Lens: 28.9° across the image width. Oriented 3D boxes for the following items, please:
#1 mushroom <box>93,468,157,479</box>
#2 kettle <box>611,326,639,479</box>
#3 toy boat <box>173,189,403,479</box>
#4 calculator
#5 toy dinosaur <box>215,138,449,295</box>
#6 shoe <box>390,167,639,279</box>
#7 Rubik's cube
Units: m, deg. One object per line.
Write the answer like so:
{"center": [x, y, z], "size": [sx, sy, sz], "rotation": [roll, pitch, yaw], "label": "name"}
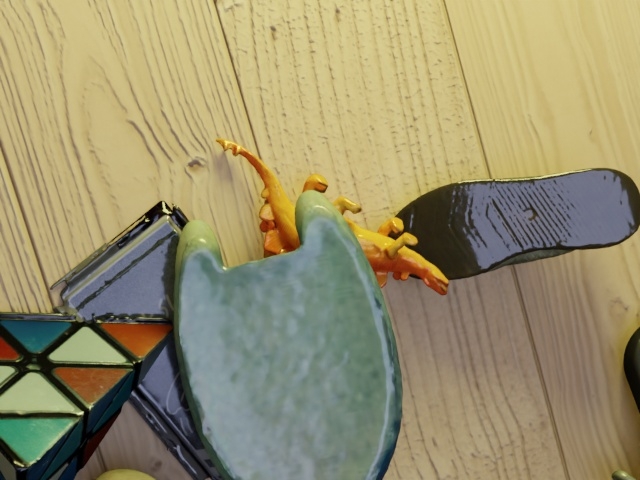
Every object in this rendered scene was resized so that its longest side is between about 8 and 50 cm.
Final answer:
{"center": [-0.178, 0.298, 1.222], "size": [0.122, 0.154, 0.154], "rotation": [-36, 104, 2], "label": "mushroom"}
{"center": [0.511, 0.208, 1.421], "size": [0.361, 0.250, 0.377], "rotation": [33, 80, 11], "label": "kettle"}
{"center": [-0.031, 0.123, 1.250], "size": [0.215, 0.123, 0.330], "rotation": [-17, 89, -2], "label": "toy boat"}
{"center": [-0.137, 0.110, 1.284], "size": [0.165, 0.028, 0.274], "rotation": [-39, 102, -9], "label": "calculator"}
{"center": [0.000, 0.000, 1.298], "size": [0.288, 0.070, 0.117], "rotation": [27, 103, -6], "label": "toy dinosaur"}
{"center": [0.205, -0.018, 1.355], "size": [0.274, 0.098, 0.103], "rotation": [-7, 90, 0], "label": "shoe"}
{"center": [-0.332, 0.156, 1.203], "size": [0.234, 0.284, 0.250], "rotation": [33, 124, 5], "label": "Rubik's cube"}
